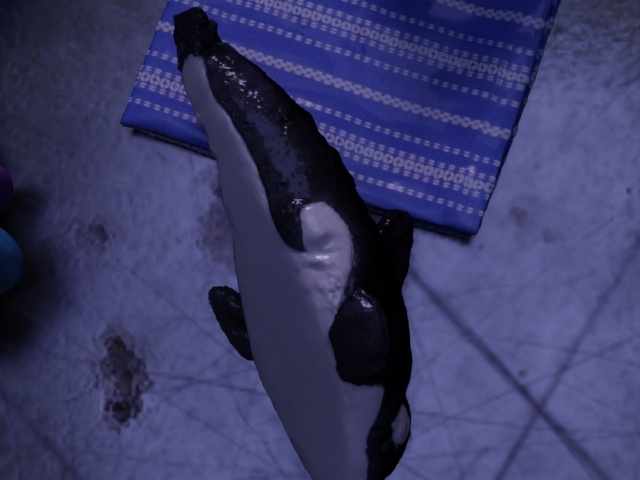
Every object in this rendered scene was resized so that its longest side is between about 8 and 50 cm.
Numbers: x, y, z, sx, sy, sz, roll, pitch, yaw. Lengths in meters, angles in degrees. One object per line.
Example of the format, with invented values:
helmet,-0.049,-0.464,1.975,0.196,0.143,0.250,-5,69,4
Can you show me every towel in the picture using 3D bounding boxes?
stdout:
towel,0.040,-0.192,0.613,0.243,0.040,0.336,19,84,7

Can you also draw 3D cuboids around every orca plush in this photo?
orca plush,0.000,0.000,0.566,0.102,0.151,0.287,-23,82,-35

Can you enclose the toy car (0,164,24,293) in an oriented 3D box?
toy car,-0.251,-0.016,0.572,0.182,0.159,0.136,47,51,9
